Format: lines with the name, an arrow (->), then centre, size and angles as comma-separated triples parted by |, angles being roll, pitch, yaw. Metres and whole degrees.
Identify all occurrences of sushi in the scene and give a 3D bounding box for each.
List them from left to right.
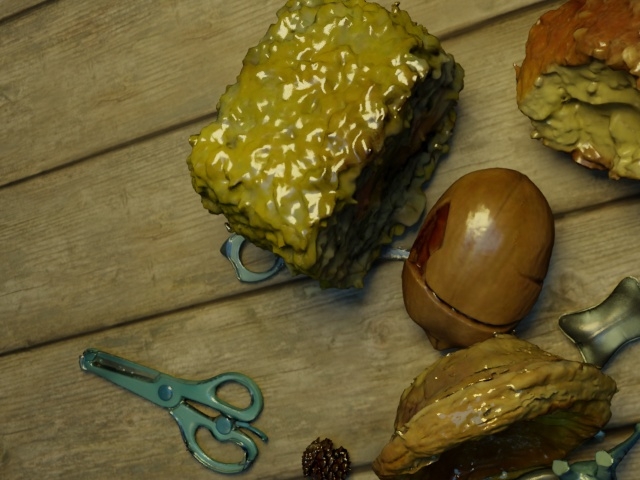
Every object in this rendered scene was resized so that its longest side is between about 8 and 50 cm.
sushi -> 0.030, -0.135, 0.868 | 0.240, 0.351, 0.396 | 29, 83, 22

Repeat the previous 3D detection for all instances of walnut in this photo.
walnut -> 0.230, 0.039, 0.886 | 0.203, 0.203, 0.297 | 20, 110, 15

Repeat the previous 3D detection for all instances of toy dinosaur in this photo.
toy dinosaur -> 0.350, 0.353, 0.825 | 0.076, 0.144, 0.329 | 24, 71, 48

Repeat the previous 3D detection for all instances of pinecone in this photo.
pinecone -> 0.009, 0.367, 0.996 | 0.083, 0.077, 0.077 | 30, 96, 5

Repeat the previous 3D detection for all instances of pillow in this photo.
pillow -> 0.431, 0.123, 0.892 | 0.136, 0.055, 0.091 | -32, 48, 9

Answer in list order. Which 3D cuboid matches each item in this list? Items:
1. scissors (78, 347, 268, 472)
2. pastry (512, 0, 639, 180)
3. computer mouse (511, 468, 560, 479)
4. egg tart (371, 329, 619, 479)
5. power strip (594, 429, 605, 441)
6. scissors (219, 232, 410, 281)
scissors -> -0.271, 0.283, 1.096 | 0.393, 0.032, 0.180 | 19, 93, 14
pastry -> 0.463, -0.226, 0.746 | 0.337, 0.405, 0.292 | -42, 112, -6
computer mouse -> 0.281, 0.486, 0.907 | 0.331, 0.095, 0.197 | -42, 82, 11
egg tart -> 0.226, 0.233, 0.830 | 0.352, 0.352, 0.150 | -31, 51, 13
power strip -> 0.392, 0.271, 0.913 | 0.083, 0.027, 0.017 | 39, 95, 14
scissors -> 0.000, 0.000, 1.031 | 0.360, 0.029, 0.191 | 10, 90, 16
